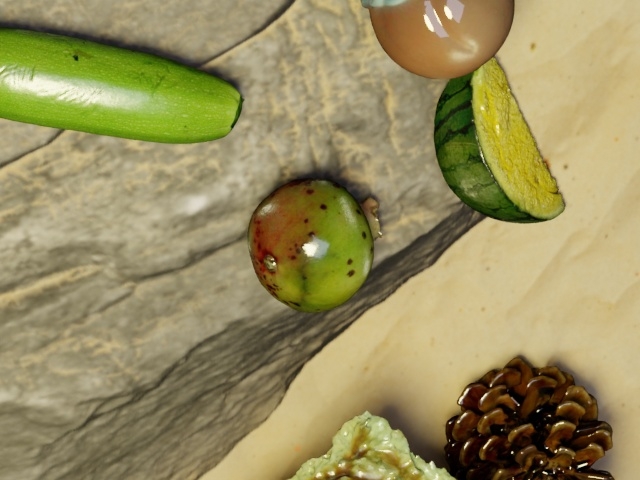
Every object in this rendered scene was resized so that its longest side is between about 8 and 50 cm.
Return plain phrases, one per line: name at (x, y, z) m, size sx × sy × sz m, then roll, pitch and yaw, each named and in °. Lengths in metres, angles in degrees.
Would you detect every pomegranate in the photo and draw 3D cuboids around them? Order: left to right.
pomegranate at (-0.007, 0.002, 1.438) m, size 0.130 × 0.130 × 0.130 m, roll -2°, pitch 105°, yaw -9°

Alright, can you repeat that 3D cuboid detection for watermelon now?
watermelon at (0.154, -0.080, 1.479) m, size 0.092 × 0.075 × 0.181 m, roll -48°, pitch 115°, yaw -41°

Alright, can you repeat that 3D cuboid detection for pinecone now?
pinecone at (0.210, 0.210, 1.496) m, size 0.163 × 0.165 × 0.163 m, roll -8°, pitch 116°, yaw -16°

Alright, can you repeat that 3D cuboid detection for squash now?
squash at (-0.209, -0.136, 1.379) m, size 0.292 × 0.082 × 0.082 m, roll 9°, pitch 103°, yaw -12°

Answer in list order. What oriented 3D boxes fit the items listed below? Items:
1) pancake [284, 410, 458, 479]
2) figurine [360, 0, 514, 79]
pancake at (0.104, 0.329, 1.447) m, size 0.427 × 0.067 × 0.305 m, roll 26°, pitch 121°, yaw -10°
figurine at (0.001, -0.309, 1.288) m, size 0.388 × 0.276 × 0.248 m, roll 8°, pitch 60°, yaw -15°
